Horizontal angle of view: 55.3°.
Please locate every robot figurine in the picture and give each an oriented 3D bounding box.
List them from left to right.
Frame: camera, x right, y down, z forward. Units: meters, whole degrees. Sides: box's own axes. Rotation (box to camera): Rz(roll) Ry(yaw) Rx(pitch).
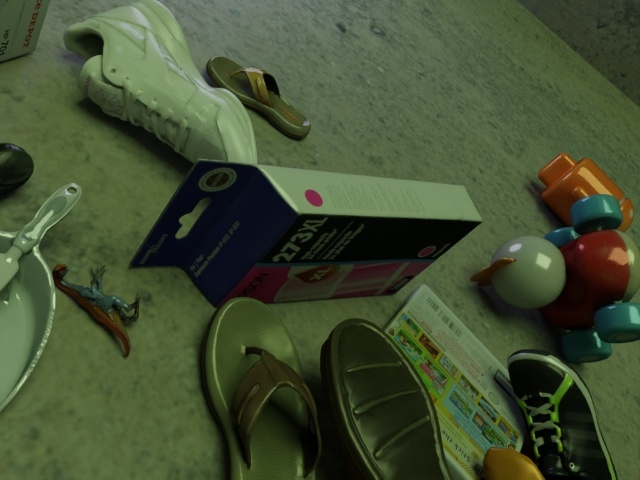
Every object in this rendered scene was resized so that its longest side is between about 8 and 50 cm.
[{"bbox_3d":[0.550,-0.082,1.261,0.128,0.158,0.219,-38,82,-16],"label":"robot figurine"}]

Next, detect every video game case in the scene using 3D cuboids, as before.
[{"bbox_3d":[0.165,0.186,0.770,0.227,0.026,0.206,47,39,3],"label":"video game case"}]

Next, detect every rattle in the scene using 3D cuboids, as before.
[{"bbox_3d":[0.272,0.328,0.698,0.200,0.130,0.143,21,5,-42],"label":"rattle"}]

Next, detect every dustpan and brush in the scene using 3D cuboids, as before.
[{"bbox_3d":[-0.270,0.025,0.513,0.147,0.060,0.211,35,40,-10],"label":"dustpan and brush"}]

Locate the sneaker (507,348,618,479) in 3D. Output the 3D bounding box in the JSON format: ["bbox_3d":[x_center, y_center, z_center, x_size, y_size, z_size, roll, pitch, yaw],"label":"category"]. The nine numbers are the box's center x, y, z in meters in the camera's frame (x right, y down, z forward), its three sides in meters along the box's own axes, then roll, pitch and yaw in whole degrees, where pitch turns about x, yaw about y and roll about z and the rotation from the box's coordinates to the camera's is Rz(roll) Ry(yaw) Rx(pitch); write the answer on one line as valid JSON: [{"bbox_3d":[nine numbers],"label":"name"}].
[{"bbox_3d":[0.299,0.248,0.753,0.097,0.084,0.234,-28,89,-48],"label":"sneaker"}]

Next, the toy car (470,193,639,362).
[{"bbox_3d":[0.342,0.060,0.951,0.238,0.210,0.219,2,63,-4],"label":"toy car"}]

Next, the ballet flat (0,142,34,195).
[{"bbox_3d":[-0.341,-0.047,0.543,0.173,0.049,0.057,-25,106,-45],"label":"ballet flat"}]

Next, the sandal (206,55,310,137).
[{"bbox_3d":[-0.083,-0.221,0.905,0.180,0.049,0.072,34,40,-12],"label":"sandal"}]

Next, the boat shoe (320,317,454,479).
[{"bbox_3d":[0.065,0.229,0.586,0.111,0.104,0.307,-6,60,-33],"label":"boat shoe"}]

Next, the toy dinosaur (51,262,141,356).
[{"bbox_3d":[-0.208,0.053,0.560,0.082,0.047,0.090,9,58,-11],"label":"toy dinosaur"}]

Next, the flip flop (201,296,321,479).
[{"bbox_3d":[-0.043,0.172,0.558,0.112,0.080,0.277,15,47,-30],"label":"flip flop"}]

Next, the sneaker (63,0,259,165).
[{"bbox_3d":[-0.192,-0.157,0.731,0.152,0.114,0.305,-27,70,-35],"label":"sneaker"}]

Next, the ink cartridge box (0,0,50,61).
[{"bbox_3d":[-0.368,-0.243,0.608,0.082,0.139,0.190,42,39,0],"label":"ink cartridge box"}]

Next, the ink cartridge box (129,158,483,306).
[{"bbox_3d":[0.000,0.000,0.675,0.371,0.176,0.069,3,55,-39],"label":"ink cartridge box"}]
